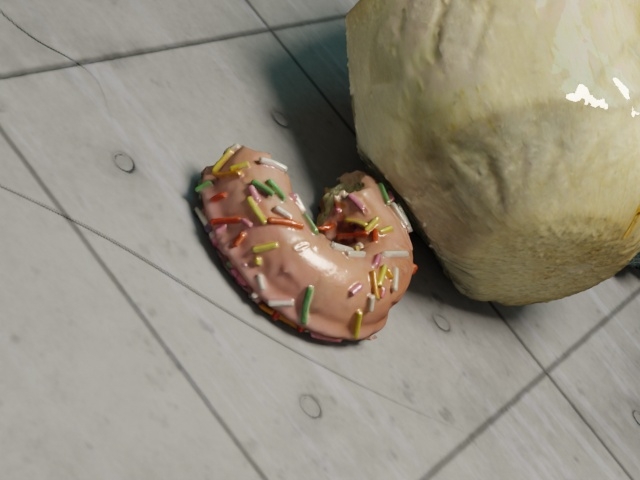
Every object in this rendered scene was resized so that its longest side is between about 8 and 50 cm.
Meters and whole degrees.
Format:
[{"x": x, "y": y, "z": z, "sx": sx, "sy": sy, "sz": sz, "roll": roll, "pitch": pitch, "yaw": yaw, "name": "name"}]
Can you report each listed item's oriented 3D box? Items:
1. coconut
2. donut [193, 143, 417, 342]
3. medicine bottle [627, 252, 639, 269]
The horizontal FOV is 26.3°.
[{"x": 0.204, "y": -0.149, "z": 1.464, "sx": 0.415, "sy": 0.345, "sz": 0.415, "roll": -9, "pitch": 90, "yaw": -88, "name": "coconut"}, {"x": 0.000, "y": 0.000, "z": 1.290, "sx": 0.233, "sy": 0.085, "sz": 0.199, "roll": 7, "pitch": 50, "yaw": -45, "name": "donut"}, {"x": 0.473, "y": -0.035, "z": 1.854, "sx": 0.141, "sy": 0.141, "sz": 0.293, "roll": 55, "pitch": 32, "yaw": 13, "name": "medicine bottle"}]
